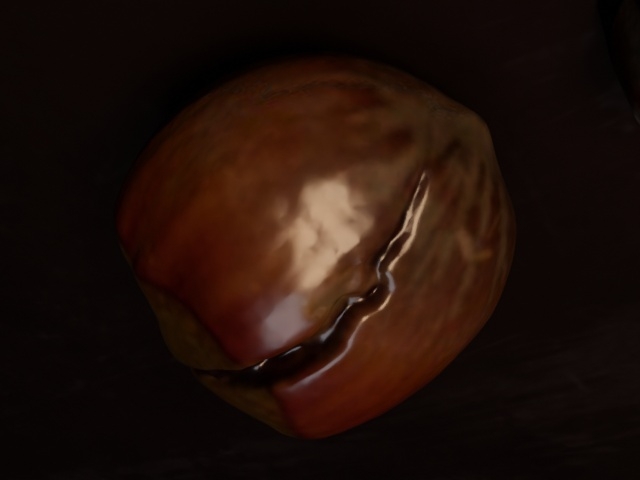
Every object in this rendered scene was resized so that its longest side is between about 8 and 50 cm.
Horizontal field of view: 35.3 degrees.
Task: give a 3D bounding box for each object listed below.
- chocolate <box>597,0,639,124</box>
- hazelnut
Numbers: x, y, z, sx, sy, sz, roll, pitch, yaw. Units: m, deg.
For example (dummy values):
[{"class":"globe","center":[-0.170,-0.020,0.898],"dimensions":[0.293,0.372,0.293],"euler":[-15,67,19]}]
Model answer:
[{"class":"chocolate","center":[0.192,-0.094,0.457],"dimensions":[0.125,0.080,0.148],"euler":[6,143,7]},{"class":"hazelnut","center":[0.000,0.002,0.556],"dimensions":[0.212,0.181,0.181],"euler":[45,153,-25]}]
